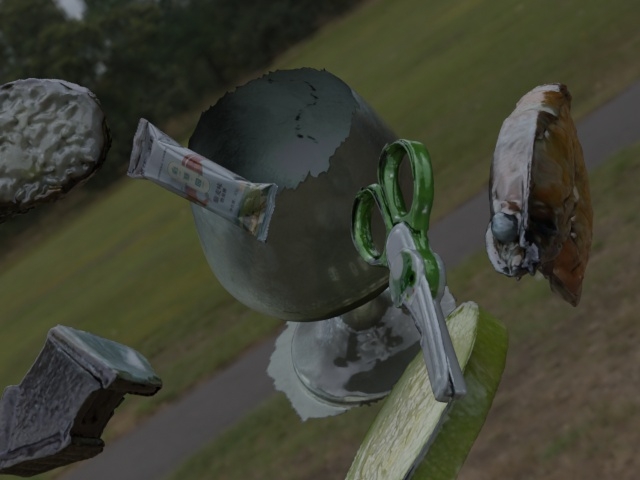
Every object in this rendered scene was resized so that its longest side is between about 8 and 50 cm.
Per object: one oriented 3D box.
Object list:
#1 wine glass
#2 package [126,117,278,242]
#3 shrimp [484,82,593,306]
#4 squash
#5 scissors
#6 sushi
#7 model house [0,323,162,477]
[{"bbox_3d":[0.000,0.000,1.482,0.238,0.323,0.238,-15,42,14],"label":"wine glass"},{"bbox_3d":[-0.068,-0.035,0.864,0.015,0.110,0.037,-15,-54,-54],"label":"package"},{"bbox_3d":[0.171,-0.014,1.117,0.062,0.164,0.317,-14,17,20],"label":"shrimp"},{"bbox_3d":[0.089,0.172,1.317,0.252,0.049,0.252,-58,5,8],"label":"squash"},{"bbox_3d":[0.067,0.025,1.042,0.027,0.204,0.101,5,-44,-24],"label":"scissors"},{"bbox_3d":[-0.213,-0.056,0.996,0.150,0.090,0.078,-27,1,-9],"label":"sushi"},{"bbox_3d":[-0.226,0.162,1.375,0.152,0.106,0.165,-54,-22,2],"label":"model house"}]
